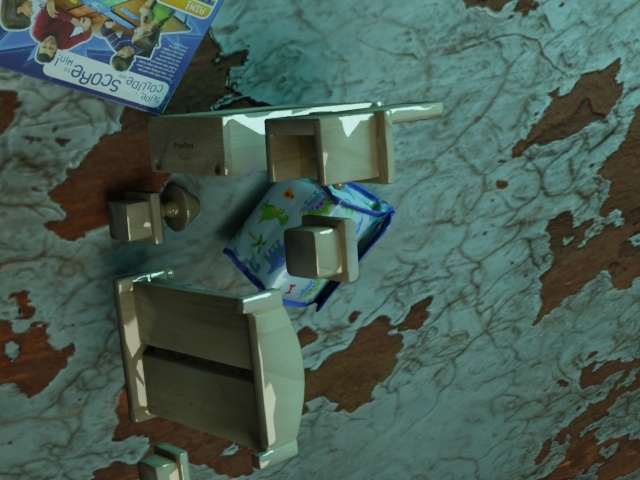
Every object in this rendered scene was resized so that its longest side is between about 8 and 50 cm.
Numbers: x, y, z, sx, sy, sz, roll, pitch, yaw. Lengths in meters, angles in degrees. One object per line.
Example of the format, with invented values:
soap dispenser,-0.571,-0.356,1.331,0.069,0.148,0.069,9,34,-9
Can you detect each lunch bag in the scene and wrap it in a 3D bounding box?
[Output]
lunch bag,0.000,0.000,0.959,0.129,0.096,0.151,-50,151,13

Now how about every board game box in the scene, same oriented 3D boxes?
board game box,-0.179,-0.180,0.707,0.201,0.035,0.136,14,120,-41

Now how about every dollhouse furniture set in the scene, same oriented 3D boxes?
dollhouse furniture set,-0.022,0.065,0.809,0.173,0.303,0.356,-13,103,-41
